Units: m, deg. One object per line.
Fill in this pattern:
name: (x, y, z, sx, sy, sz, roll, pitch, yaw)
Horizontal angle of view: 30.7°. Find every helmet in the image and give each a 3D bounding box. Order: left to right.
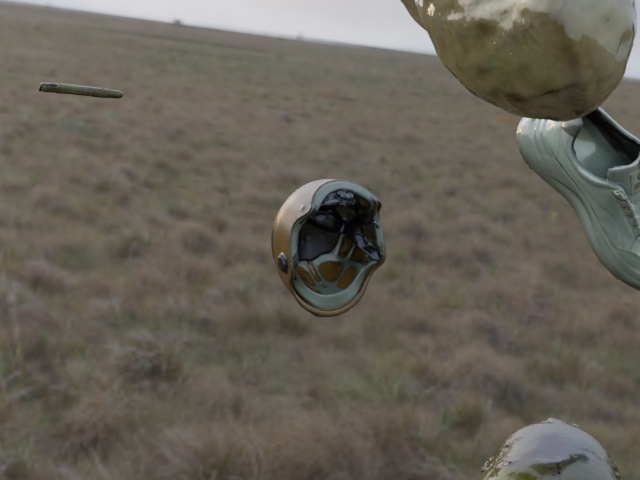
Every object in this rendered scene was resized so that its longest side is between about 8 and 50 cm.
helmet: (0.000, 0.000, 1.906, 0.198, 0.224, 0.130, -7, 23, -32)

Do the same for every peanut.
peanut: (0.102, -0.147, 0.650, 0.124, 0.123, 0.256, 5, 34, -16)

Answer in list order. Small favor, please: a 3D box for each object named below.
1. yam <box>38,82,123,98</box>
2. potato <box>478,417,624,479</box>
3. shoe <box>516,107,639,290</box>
yam: (-0.309, -0.194, 1.508, 0.107, 0.014, 0.014, 5, 10, -8)
potato: (0.287, 0.329, 1.438, 0.210, 0.173, 0.307, 4, 18, 15)
shoe: (0.407, -0.072, 1.558, 0.316, 0.124, 0.159, 46, -23, -1)
